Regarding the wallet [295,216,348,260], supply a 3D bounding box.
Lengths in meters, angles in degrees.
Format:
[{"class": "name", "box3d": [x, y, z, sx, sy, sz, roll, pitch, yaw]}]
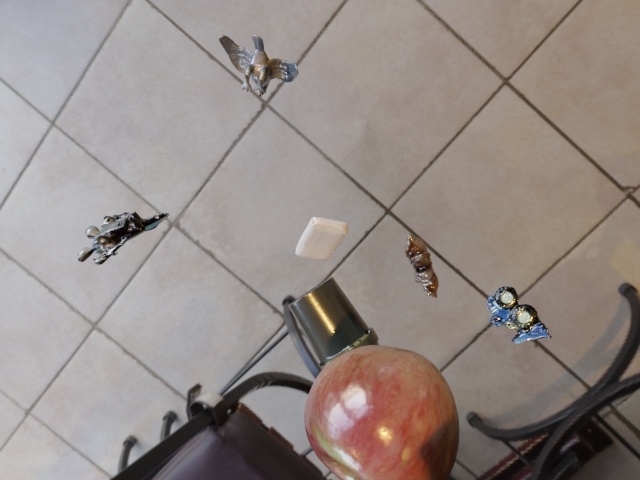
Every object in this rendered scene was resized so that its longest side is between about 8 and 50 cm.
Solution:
[{"class": "wallet", "box3d": [0.000, 0.000, 1.120, 0.095, 0.190, 0.033, 12, 62, -9]}]

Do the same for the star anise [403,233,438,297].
[{"class": "star anise", "box3d": [0.314, 0.064, 1.471, 0.073, 0.212, 0.197, -21, 114, 13]}]

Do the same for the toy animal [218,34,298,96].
[{"class": "toy animal", "box3d": [-0.177, -0.501, 1.348, 0.239, 0.176, 0.255, 16, 145, -3]}]

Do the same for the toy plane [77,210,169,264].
[{"class": "toy plane", "box3d": [-0.480, -0.027, 1.142, 0.246, 0.169, 0.078, -24, 134, 19]}]

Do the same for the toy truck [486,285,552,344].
[{"class": "toy truck", "box3d": [0.615, 0.248, 1.470, 0.126, 0.113, 0.208, -45, 69, 8]}]

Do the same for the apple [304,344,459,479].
[{"class": "apple", "box3d": [0.129, 0.363, 0.952, 0.345, 0.345, 0.269, 44, 63, -6]}]

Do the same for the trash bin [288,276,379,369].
[{"class": "trash bin", "box3d": [0.056, 0.302, 1.505, 0.214, 0.214, 0.334, -34, 89, 13]}]
